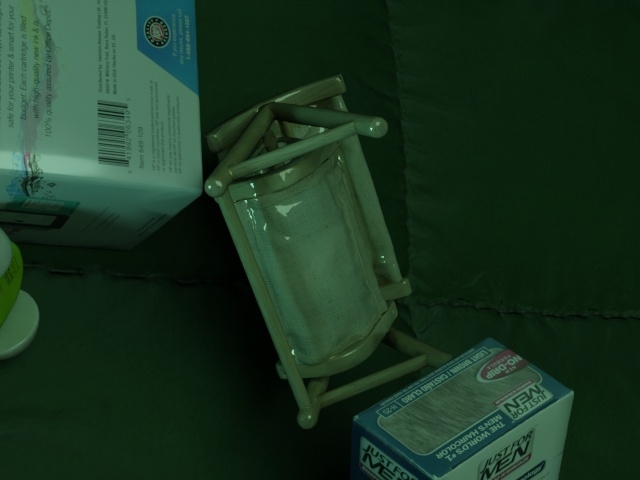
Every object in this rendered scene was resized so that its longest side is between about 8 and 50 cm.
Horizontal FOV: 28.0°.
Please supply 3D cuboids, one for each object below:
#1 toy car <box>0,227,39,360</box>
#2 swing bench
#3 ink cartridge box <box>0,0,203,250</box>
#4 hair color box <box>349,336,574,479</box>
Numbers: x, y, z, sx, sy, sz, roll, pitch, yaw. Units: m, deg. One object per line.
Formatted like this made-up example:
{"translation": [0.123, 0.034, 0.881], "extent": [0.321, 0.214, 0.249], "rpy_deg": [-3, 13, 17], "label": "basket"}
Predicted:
{"translation": [-0.342, 0.062, 1.127], "extent": [0.136, 0.159, 0.182], "rpy_deg": [20, 58, 19], "label": "toy car"}
{"translation": [0.000, 0.000, 1.238], "extent": [0.165, 0.254, 0.253], "rpy_deg": [-20, 107, -2], "label": "swing bench"}
{"translation": [-0.272, -0.117, 1.177], "extent": [0.270, 0.197, 0.198], "rpy_deg": [5, 71, -28], "label": "ink cartridge box"}
{"translation": [0.119, 0.277, 1.186], "extent": [0.174, 0.347, 0.105], "rpy_deg": [-26, 44, -34], "label": "hair color box"}
